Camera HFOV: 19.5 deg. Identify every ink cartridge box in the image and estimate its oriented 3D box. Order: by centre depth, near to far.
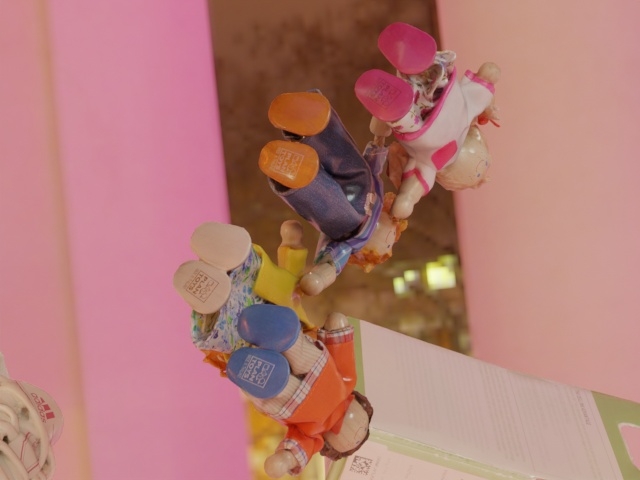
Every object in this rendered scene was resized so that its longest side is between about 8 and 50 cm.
[{"bbox_3d":[0.120,0.132,1.190,0.235,0.056,0.171,18,18,-7],"label":"ink cartridge box"}]

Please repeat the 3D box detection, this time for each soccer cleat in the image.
[{"bbox_3d":[-0.216,0.137,1.117,0.143,0.116,0.331,-18,21,-14],"label":"soccer cleat"}]

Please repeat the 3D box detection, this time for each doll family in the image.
[{"bbox_3d":[0.000,0.000,1.027,0.118,0.263,0.163,20,-14,26],"label":"doll family"}]
